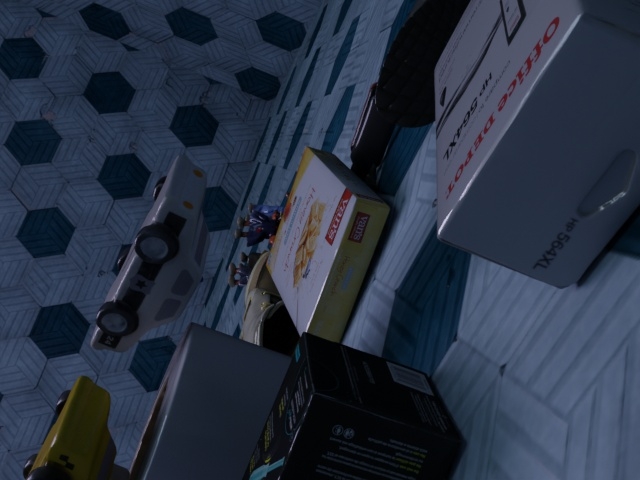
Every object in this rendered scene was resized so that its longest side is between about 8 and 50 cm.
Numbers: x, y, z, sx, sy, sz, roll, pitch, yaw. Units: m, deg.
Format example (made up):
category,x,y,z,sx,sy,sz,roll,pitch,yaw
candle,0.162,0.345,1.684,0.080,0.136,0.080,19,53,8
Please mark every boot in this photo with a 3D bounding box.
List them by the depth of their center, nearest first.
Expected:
category,x,y,z,sx,sy,sz,roll,pitch,yaw
boot,0.125,-0.215,0.899,0.246,0.083,0.161,-64,2,-2
boot,-0.061,0.098,1.227,0.165,0.077,0.213,133,151,-67

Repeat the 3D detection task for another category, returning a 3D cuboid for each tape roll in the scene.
category,x,y,z,sx,sy,sz,roll,pitch,yaw
tape roll,-0.086,0.217,0.838,0.246,0.169,0.246,-159,90,-80

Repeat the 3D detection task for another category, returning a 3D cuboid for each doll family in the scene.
category,x,y,z,sx,sy,sz,roll,pitch,yaw
doll family,-0.073,0.004,1.420,0.076,0.111,0.192,47,-135,-63

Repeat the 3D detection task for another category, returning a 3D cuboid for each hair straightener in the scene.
category,x,y,z,sx,sy,sz,roll,pitch,yaw
hair straightener,0.043,-0.078,1.102,0.089,0.047,0.230,-87,20,-63

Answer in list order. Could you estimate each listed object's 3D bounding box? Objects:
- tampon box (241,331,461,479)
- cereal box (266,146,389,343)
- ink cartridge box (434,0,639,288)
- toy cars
category,x,y,z,sx,sy,sz,roll,pitch,yaw
tampon box,0.009,0.167,0.613,0.120,0.102,0.161,-108,39,-75
cereal box,0.000,0.000,1.049,0.240,0.047,0.173,-126,53,-68
ink cartridge box,0.134,-0.096,0.518,0.203,0.086,0.148,-81,15,-53
toy cars,-0.175,0.119,0.794,0.393,0.087,0.176,-67,14,-9
